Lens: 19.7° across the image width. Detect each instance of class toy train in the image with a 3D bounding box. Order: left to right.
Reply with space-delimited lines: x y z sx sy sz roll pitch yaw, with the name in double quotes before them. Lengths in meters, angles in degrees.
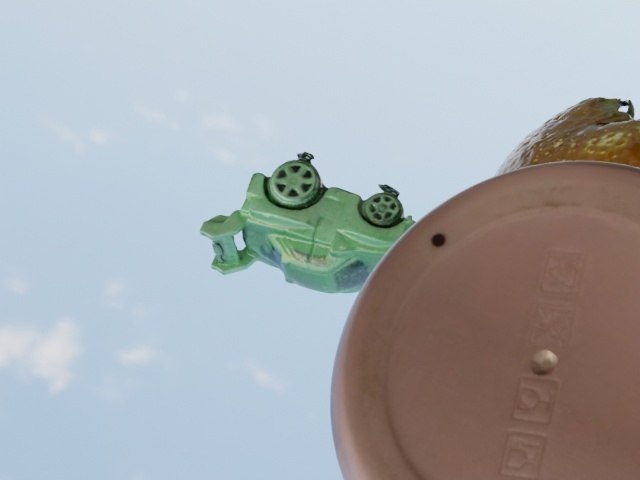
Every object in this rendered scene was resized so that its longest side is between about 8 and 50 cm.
"toy train" 0.000 0.000 1.317 0.149 0.099 0.081 20 -115 16

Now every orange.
"orange" 0.187 0.009 1.186 0.158 0.179 0.237 -27 -164 2

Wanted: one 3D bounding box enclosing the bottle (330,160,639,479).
"bottle" 0.115 0.109 0.767 0.297 0.206 0.173 48 -162 -58
